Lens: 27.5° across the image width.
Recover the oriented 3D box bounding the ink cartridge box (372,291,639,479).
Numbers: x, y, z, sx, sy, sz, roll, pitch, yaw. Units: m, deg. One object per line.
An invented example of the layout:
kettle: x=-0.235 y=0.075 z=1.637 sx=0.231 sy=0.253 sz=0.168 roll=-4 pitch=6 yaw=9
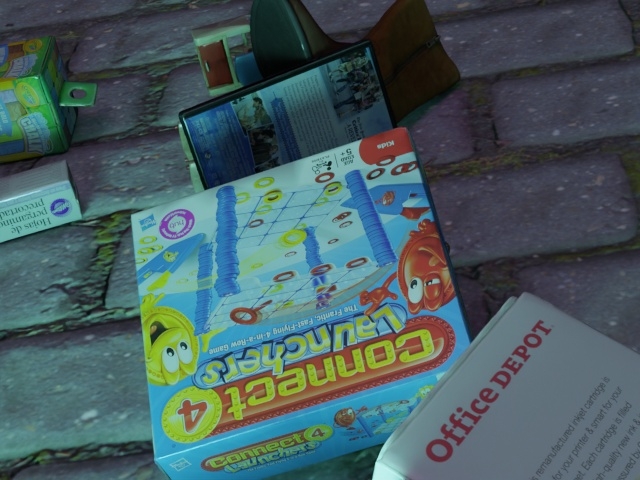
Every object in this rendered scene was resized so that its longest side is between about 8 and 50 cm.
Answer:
ink cartridge box: x=0.215 y=0.204 z=0.953 sx=0.306 sy=0.131 sz=0.226 roll=29 pitch=46 yaw=22

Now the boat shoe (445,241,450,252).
boat shoe: x=0.000 y=0.000 z=1.451 sx=0.307 sy=0.104 sz=0.111 roll=3 pitch=37 yaw=24

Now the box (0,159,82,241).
box: x=-0.474 y=-0.022 z=1.692 sx=0.324 sy=0.063 sz=0.067 roll=-17 pitch=35 yaw=-6

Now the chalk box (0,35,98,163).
chalk box: x=-0.430 y=-0.203 z=1.886 sx=0.213 sy=0.132 sz=0.132 roll=-11 pitch=33 yaw=4

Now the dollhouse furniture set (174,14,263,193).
dollhouse furniture set: x=-0.127 y=-0.166 z=1.673 sx=0.129 sy=0.184 sz=0.129 roll=-17 pitch=33 yaw=-4

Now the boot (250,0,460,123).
boot: x=0.057 y=-0.258 z=1.681 sx=0.096 sy=0.264 sz=0.280 roll=-12 pitch=25 yaw=51

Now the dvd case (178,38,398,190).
dvd case: x=-0.026 y=-0.115 z=1.566 sx=0.253 sy=0.180 sz=0.022 roll=-23 pitch=19 yaw=-15

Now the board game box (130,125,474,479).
board game box: x=-0.019 y=0.064 z=1.273 sx=0.308 sy=0.086 sz=0.302 roll=-18 pitch=49 yaw=6
